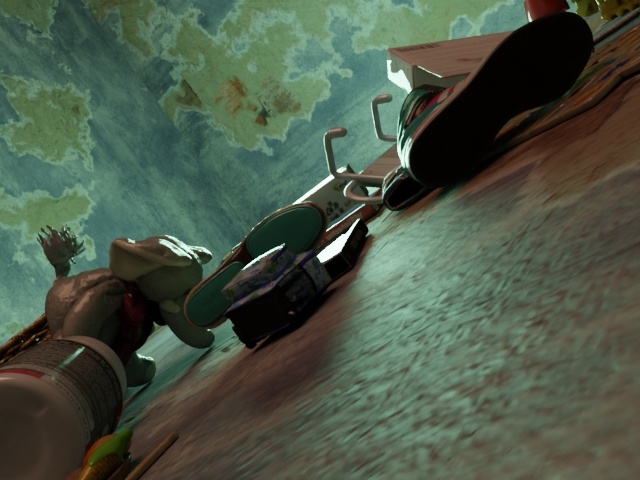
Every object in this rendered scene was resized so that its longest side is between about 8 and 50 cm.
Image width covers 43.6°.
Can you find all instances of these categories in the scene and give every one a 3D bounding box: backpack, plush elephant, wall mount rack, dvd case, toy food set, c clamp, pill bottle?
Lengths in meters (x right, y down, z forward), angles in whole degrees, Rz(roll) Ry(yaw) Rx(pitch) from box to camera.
[{"bbox_3d":[-0.048,0.054,0.919,0.105,0.084,0.114,-30,5,40],"label":"backpack"},{"bbox_3d":[-0.283,0.101,1.271,0.255,0.330,0.272,-17,1,12],"label":"plush elephant"},{"bbox_3d":[0.187,-0.179,1.385,0.304,0.130,0.350,5,28,29],"label":"wall mount rack"},{"bbox_3d":[-0.020,0.049,1.121,0.179,0.029,0.238,-35,5,14],"label":"dvd case"},{"bbox_3d":[-0.231,0.232,0.750,0.192,0.038,0.132,-34,5,32],"label":"toy food set"},{"bbox_3d":[0.447,-0.316,1.212,0.161,0.022,0.137,-31,21,36],"label":"c clamp"},{"bbox_3d":[-0.338,0.213,0.994,0.161,0.161,0.283,-36,4,2],"label":"pill bottle"}]

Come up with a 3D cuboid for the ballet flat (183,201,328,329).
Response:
[{"bbox_3d":[-0.084,0.035,1.115,0.248,0.086,0.086,-37,4,10],"label":"ballet flat"}]

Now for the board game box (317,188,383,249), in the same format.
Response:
[{"bbox_3d":[0.000,0.000,1.515,0.281,0.027,0.145,-35,3,20],"label":"board game box"}]

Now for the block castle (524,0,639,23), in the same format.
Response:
[{"bbox_3d":[0.609,-0.553,1.495,0.303,0.212,0.453,-25,5,-28],"label":"block castle"}]

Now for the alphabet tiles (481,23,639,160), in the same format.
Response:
[{"bbox_3d":[0.355,-0.215,1.026,0.285,0.011,0.342,-41,5,-23],"label":"alphabet tiles"}]

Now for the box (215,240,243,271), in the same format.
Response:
[{"bbox_3d":[-0.201,0.088,1.712,0.136,0.036,0.225,-33,24,43],"label":"box"}]

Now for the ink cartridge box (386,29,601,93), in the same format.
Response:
[{"bbox_3d":[0.297,-0.305,1.401,0.296,0.066,0.261,-11,26,-11],"label":"ink cartridge box"}]

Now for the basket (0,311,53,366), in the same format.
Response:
[{"bbox_3d":[-0.509,0.248,1.447,0.299,0.223,0.213,-38,-4,-24],"label":"basket"}]

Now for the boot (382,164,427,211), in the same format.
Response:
[{"bbox_3d":[0.171,-0.113,1.189,0.190,0.069,0.086,-42,10,18],"label":"boot"}]

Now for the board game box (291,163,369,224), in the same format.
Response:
[{"bbox_3d":[-0.032,-0.052,1.885,0.303,0.097,0.224,-35,4,8],"label":"board game box"}]

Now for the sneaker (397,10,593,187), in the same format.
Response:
[{"bbox_3d":[0.215,-0.189,1.079,0.295,0.124,0.178,-40,16,-2],"label":"sneaker"}]
